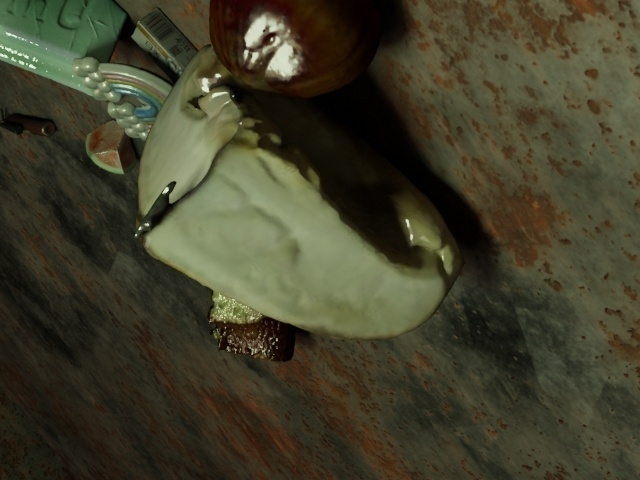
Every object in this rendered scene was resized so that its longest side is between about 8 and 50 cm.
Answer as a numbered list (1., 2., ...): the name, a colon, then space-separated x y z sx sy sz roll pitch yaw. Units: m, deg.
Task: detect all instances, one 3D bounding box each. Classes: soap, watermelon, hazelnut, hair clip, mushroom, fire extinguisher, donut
1. soap: -0.403 -0.322 1.898 0.230 0.145 0.091 21 151 -10
2. watermelon: -0.332 -0.148 2.153 0.092 0.085 0.072 20 143 -34
3. hazelnut: -0.033 -0.246 1.482 0.204 0.178 0.178 31 150 8
4. hair clip: -0.245 -0.197 1.882 0.140 0.054 0.220 4 153 27
5. mushroom: -0.025 -0.043 1.655 0.397 0.224 0.314 29 -165 -21
6. fire extinguisher: -0.540 -0.206 2.379 0.173 0.049 0.035 13 145 47
7. donut: -0.104 0.106 2.119 0.126 0.144 0.187 19 111 33

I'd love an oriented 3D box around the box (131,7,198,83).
1. box: -0.173 -0.226 1.843 0.218 0.039 0.055 48 152 -2
